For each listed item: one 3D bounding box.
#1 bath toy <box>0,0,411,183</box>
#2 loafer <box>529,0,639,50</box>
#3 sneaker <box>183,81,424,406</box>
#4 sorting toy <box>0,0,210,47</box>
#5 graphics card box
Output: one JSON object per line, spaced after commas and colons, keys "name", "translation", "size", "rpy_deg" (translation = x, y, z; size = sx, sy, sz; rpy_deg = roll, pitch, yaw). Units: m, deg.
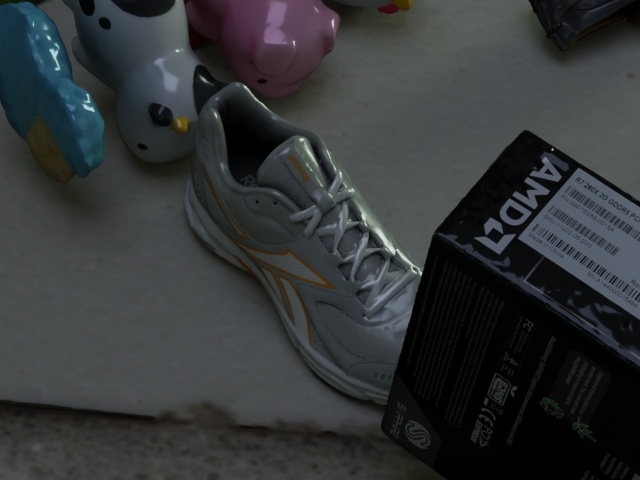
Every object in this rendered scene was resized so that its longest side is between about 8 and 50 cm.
{"name": "bath toy", "translation": [-0.056, -0.160, 1.176], "size": [0.348, 0.151, 0.129], "rpy_deg": [-30, 28, -26]}
{"name": "loafer", "translation": [0.241, -0.185, 1.236], "size": [0.170, 0.062, 0.061], "rpy_deg": [-15, 75, -5]}
{"name": "sneaker", "translation": [0.000, 0.000, 1.058], "size": [0.099, 0.121, 0.262], "rpy_deg": [-38, 61, -24]}
{"name": "sorting toy", "translation": [-0.236, -0.255, 1.262], "size": [0.366, 0.126, 0.127], "rpy_deg": [15, 55, 13]}
{"name": "graphics card box", "translation": [0.212, 0.127, 0.852], "size": [0.371, 0.233, 0.094], "rpy_deg": [33, 62, 15]}
